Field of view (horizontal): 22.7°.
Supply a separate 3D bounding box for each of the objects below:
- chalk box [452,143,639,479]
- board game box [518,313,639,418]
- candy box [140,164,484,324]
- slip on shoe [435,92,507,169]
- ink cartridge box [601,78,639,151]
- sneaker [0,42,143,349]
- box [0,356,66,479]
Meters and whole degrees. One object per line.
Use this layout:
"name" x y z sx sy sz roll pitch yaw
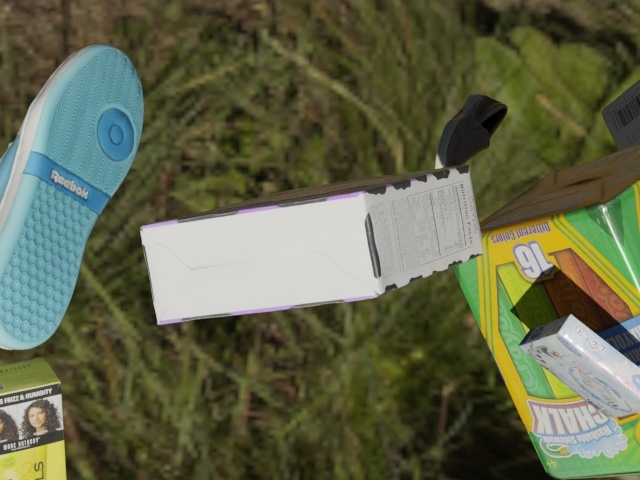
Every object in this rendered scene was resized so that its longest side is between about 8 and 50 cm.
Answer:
"chalk box" 0.266 0.082 1.303 0.179 0.180 0.289 -32 99 -41
"board game box" 0.197 0.093 1.162 0.090 0.090 0.020 38 76 -3
"candy box" 0.000 0.000 1.090 0.196 0.165 0.070 -17 98 -64
"slip on shoe" 0.158 -0.108 1.679 0.135 0.041 0.051 -53 151 -47
"ink cartridge box" 0.483 -0.134 1.878 0.060 0.275 0.238 8 52 -41
"sneaker" -0.306 -0.050 1.535 0.127 0.208 0.319 44 58 -40
"box" -0.281 0.227 1.470 0.087 0.058 0.232 -9 117 -25
